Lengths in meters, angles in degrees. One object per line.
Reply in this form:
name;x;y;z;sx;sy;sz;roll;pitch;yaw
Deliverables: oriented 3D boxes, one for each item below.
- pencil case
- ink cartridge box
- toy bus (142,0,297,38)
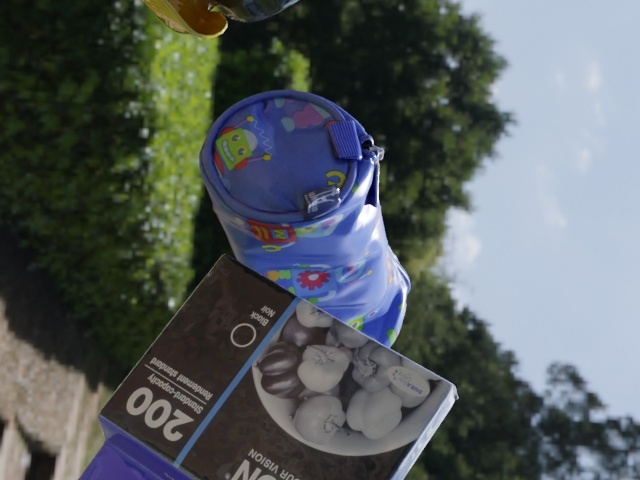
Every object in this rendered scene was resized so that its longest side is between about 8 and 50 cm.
pencil case;0.000;0.000;0.973;0.306;0.133;0.119;70;13;-60
ink cartridge box;-0.047;0.138;0.826;0.208;0.206;0.045;-55;155;-15
toy bus;-0.057;-0.212;0.584;0.149;0.220;0.211;52;-19;-28
